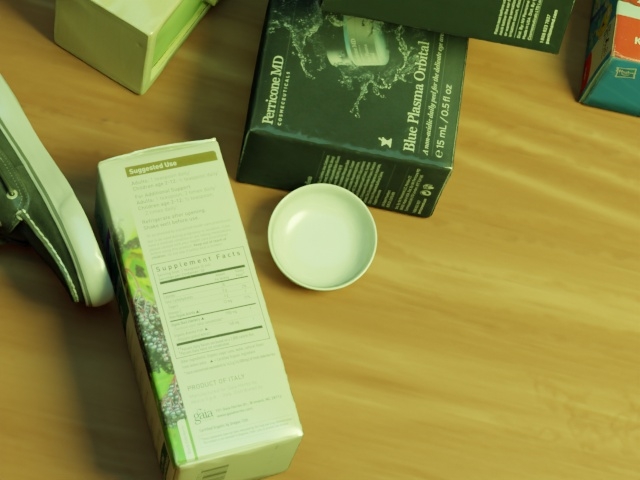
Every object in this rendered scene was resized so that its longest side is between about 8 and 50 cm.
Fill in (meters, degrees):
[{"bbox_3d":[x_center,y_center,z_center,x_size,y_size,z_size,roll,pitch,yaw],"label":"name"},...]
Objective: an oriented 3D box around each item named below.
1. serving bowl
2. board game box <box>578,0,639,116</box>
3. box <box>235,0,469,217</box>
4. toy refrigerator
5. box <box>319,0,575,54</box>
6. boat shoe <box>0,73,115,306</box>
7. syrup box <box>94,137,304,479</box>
[{"bbox_3d":[0.000,0.000,1.443,0.083,0.027,0.083,2,76,-7],"label":"serving bowl"},{"bbox_3d":[0.388,-0.228,1.577,0.308,0.086,0.302,12,66,-4],"label":"board game box"},{"bbox_3d":[0.027,-0.117,1.465,0.158,0.093,0.156,10,66,-4],"label":"box"},{"bbox_3d":[-0.094,-0.251,1.497,0.094,0.102,0.269,32,65,5],"label":"toy refrigerator"},{"bbox_3d":[0.096,-0.256,1.464,0.184,0.103,0.261,12,31,-6],"label":"box"},{"bbox_3d":[-0.230,-0.037,1.398,0.076,0.080,0.228,-28,73,-13],"label":"boat shoe"},{"bbox_3d":[-0.092,0.055,1.370,0.096,0.093,0.237,-13,70,-14],"label":"syrup box"}]
